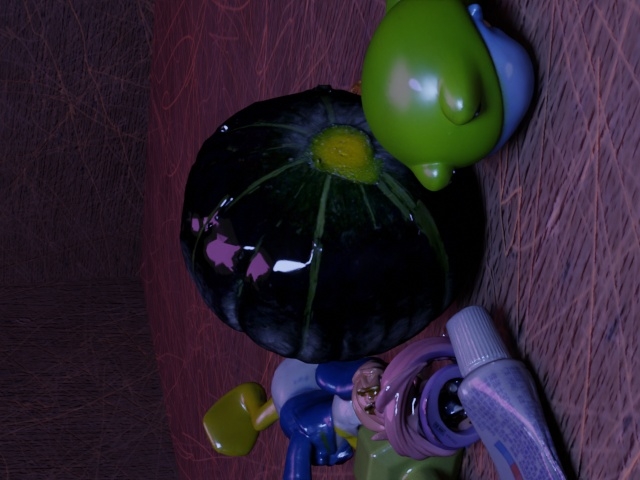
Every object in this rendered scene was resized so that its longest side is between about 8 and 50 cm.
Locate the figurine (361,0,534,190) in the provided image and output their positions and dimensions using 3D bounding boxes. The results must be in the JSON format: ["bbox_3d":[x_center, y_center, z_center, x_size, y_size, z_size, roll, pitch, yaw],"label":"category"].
[{"bbox_3d":[0.106,-0.171,1.068,0.162,0.143,0.263,113,161,-46],"label":"figurine"}]

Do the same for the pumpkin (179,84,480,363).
[{"bbox_3d":[0.000,0.000,1.189,0.296,0.295,0.296,177,90,-74],"label":"pumpkin"}]

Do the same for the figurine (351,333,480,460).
[{"bbox_3d":[0.085,0.158,1.141,0.157,0.126,0.114,-18,44,41],"label":"figurine"}]

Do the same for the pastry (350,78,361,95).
[{"bbox_3d":[0.072,-0.147,1.319,0.140,0.056,0.080,-170,85,-74],"label":"pastry"}]

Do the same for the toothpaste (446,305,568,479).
[{"bbox_3d":[0.178,0.187,1.027,0.282,0.068,0.099,68,-172,24],"label":"toothpaste"}]

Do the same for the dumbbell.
[{"bbox_3d":[0.121,0.285,1.145,0.108,0.121,0.302,-55,30,19],"label":"dumbbell"}]

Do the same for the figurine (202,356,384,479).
[{"bbox_3d":[0.002,0.239,1.409,0.338,0.204,0.284,119,144,-56],"label":"figurine"}]
